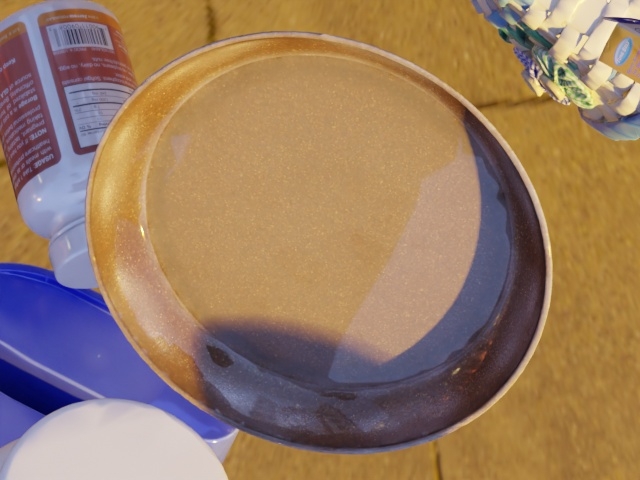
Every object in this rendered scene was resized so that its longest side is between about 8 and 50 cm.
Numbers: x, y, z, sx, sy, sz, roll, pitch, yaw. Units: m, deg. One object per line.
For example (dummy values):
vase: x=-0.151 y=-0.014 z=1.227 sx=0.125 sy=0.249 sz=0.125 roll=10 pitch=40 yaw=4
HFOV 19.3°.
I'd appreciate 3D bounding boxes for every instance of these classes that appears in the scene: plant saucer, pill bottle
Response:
plant saucer: x=0.000 y=0.000 z=1.228 sx=0.310 sy=0.050 sz=0.311 roll=7 pitch=120 yaw=13
pill bottle: x=-0.196 y=-0.076 z=1.526 sx=0.121 sy=0.121 sz=0.216 roll=-20 pitch=69 yaw=8
pill bottle: x=-0.150 y=0.218 z=1.121 sx=0.176 sy=0.176 sz=0.318 roll=24 pitch=147 yaw=-3

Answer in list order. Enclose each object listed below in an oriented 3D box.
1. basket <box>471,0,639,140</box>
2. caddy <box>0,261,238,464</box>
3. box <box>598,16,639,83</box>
basket: x=0.253 y=-0.156 z=1.297 sx=0.289 sy=0.255 sz=0.201 roll=25 pitch=94 yaw=-4
caddy: x=-0.234 y=0.178 z=1.622 sx=0.341 sy=0.241 sz=0.179 roll=29 pitch=137 yaw=-8
box: x=0.219 y=-0.087 z=1.061 sx=0.136 sy=0.081 sz=0.028 roll=32 pitch=109 yaw=27
